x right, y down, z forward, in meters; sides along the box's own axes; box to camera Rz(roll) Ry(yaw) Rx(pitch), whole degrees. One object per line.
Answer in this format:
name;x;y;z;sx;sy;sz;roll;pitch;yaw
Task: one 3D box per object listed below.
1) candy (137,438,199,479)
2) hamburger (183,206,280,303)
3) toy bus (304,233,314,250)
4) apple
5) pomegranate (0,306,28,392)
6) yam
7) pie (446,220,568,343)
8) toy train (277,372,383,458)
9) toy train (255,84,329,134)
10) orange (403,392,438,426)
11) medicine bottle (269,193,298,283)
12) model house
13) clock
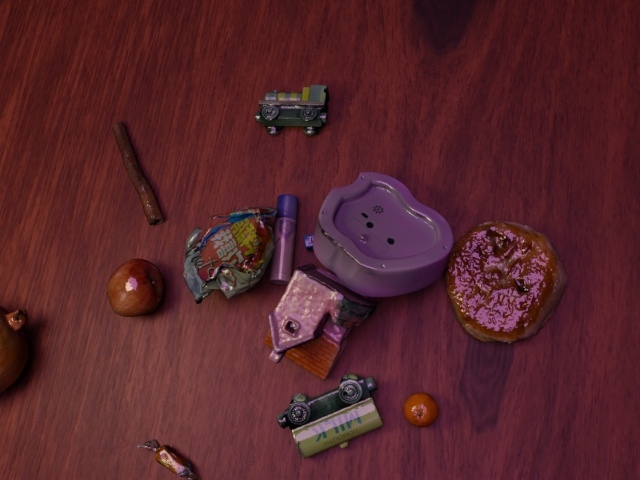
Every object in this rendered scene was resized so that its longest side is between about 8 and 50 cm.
candy;-0.365;0.536;1.725;0.182;0.053;0.046;28;79;16
hamburger;-0.213;0.044;1.786;0.276;0.150;0.260;-25;47;22
toy bus;0.000;0.000;1.835;0.083;0.046;0.038;-10;73;5
apple;-0.476;0.126;1.810;0.131;0.146;0.146;-22;72;19
pomegranate;-0.856;0.263;1.774;0.270;0.229;0.252;-28;73;-7
yam;-0.511;-0.190;1.955;0.045;0.045;0.327;-18;71;-22
pie;0.448;0.093;1.731;0.315;0.092;0.315;-2;75;8
toy train;0.030;0.424;1.690;0.253;0.105;0.157;-22;87;0
toy train;-0.076;-0.361;1.935;0.200;0.083;0.132;4;64;8
orange;0.238;0.403;1.673;0.084;0.083;0.083;-2;74;7
medicine bottle;-0.095;-0.004;1.841;0.059;0.059;0.230;2;75;8
model house;-0.011;0.205;1.686;0.202;0.237;0.237;31;95;7
clock;0.155;-0.019;1.722;0.339;0.102;0.338;5;49;-6
